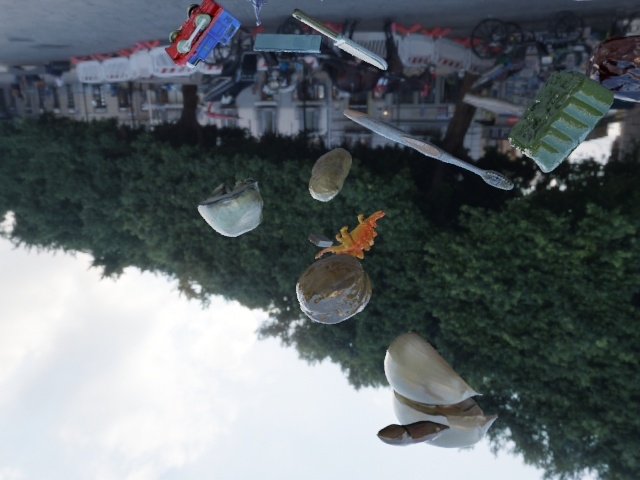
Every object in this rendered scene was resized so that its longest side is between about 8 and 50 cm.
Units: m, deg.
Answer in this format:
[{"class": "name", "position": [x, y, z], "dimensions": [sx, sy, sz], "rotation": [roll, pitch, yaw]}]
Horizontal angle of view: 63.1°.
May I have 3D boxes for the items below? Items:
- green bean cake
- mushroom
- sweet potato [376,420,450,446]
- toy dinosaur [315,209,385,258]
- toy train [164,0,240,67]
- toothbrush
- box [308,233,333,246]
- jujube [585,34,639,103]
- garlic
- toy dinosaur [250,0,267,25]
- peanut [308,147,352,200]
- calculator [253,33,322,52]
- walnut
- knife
[{"class": "green bean cake", "position": [0.612, -0.312, 1.357], "dimensions": [0.125, 0.248, 0.222], "rotation": [25, -159, -8]}, {"class": "mushroom", "position": [-0.292, -0.096, 1.746], "dimensions": [0.267, 0.164, 0.189], "rotation": [-3, -149, 47]}, {"class": "sweet potato", "position": [0.217, 0.455, 1.231], "dimensions": [0.219, 0.065, 0.051], "rotation": [7, -130, -31]}, {"class": "toy dinosaur", "position": [0.110, 0.007, 1.719], "dimensions": [0.288, 0.117, 0.070], "rotation": [-40, 167, 17]}, {"class": "toy train", "position": [-0.334, -0.580, 1.472], "dimensions": [0.082, 0.204, 0.131], "rotation": [53, -161, 27]}, {"class": "toothbrush", "position": [0.209, -0.187, 1.046], "dimensions": [0.375, 0.028, 0.037], "rotation": [29, -157, 17]}, {"class": "box", "position": [0.000, 0.000, 1.871], "dimensions": [0.053, 0.024, 0.083], "rotation": [34, -166, 31]}, {"class": "jujube", "position": [0.867, -0.468, 1.424], "dimensions": [0.243, 0.183, 0.183], "rotation": [11, -163, 9]}, {"class": "garlic", "position": [0.301, 0.406, 1.429], "dimensions": [0.250, 0.286, 0.313], "rotation": [4, -158, -22]}, {"class": "toy dinosaur", "position": [-0.197, -0.761, 1.618], "dimensions": [0.045, 0.197, 0.080], "rotation": [-30, -115, -25]}, {"class": "peanut", "position": [0.026, -0.164, 1.318], "dimensions": [0.100, 0.099, 0.214], "rotation": [2, -144, 9]}, {"class": "calculator", "position": [-0.081, -0.498, 1.313], "dimensions": [0.172, 0.057, 0.018], "rotation": [4, 154, 5]}, {"class": "walnut", "position": [0.035, 0.140, 1.466], "dimensions": [0.213, 0.213, 0.213], "rotation": [0, -165, 0]}, {"class": "knife", "position": [0.064, -0.565, 1.477], "dimensions": [0.343, 0.027, 0.061], "rotation": [19, 177, -29]}]
